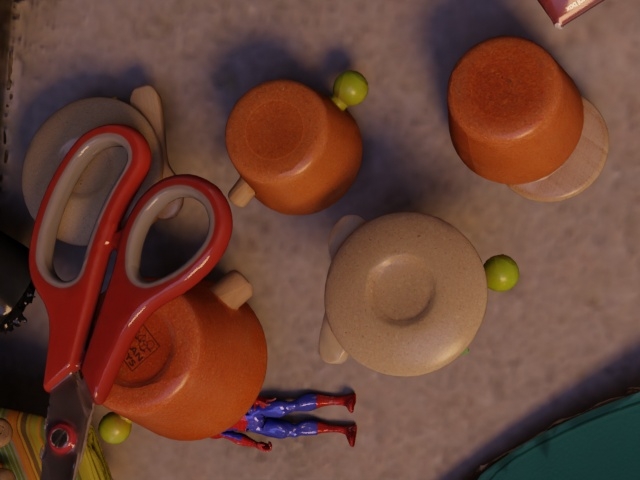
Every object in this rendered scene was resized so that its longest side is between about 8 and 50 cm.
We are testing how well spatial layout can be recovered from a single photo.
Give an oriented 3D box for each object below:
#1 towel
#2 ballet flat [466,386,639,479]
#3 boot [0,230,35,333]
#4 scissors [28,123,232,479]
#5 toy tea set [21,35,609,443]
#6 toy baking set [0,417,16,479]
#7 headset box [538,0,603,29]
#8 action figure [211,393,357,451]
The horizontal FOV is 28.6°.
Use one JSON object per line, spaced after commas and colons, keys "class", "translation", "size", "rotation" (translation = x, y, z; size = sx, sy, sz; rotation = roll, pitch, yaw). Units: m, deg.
{"class": "towel", "translation": [-0.240, 0.116, 0.769], "size": [0.237, 0.021, 0.102], "rotation": [11, 138, 13]}
{"class": "ballet flat", "translation": [0.112, 0.219, 0.760], "size": [0.409, 0.147, 0.147], "rotation": [-32, 101, 18]}
{"class": "boot", "translation": [-0.301, 0.008, 0.737], "size": [0.246, 0.094, 0.207], "rotation": [-21, 126, 41]}
{"class": "scissors", "translation": [-0.138, 0.084, 0.664], "size": [0.109, 0.021, 0.297], "rotation": [22, 87, 16]}
{"class": "toy tea set", "translation": [0.000, 0.000, 0.716], "size": [0.336, 0.124, 0.200], "rotation": [-10, 76, 14]}
{"class": "toy baking set", "translation": [-0.293, 0.080, 0.718], "size": [0.256, 0.030, 0.197], "rotation": [-2, 132, 26]}
{"class": "headset box", "translation": [0.144, -0.260, 0.595], "size": [0.218, 0.110, 0.293], "rotation": [-30, 101, 14]}
{"class": "action figure", "translation": [-0.036, 0.110, 0.780], "size": [0.115, 0.030, 0.038], "rotation": [0, 113, 9]}
